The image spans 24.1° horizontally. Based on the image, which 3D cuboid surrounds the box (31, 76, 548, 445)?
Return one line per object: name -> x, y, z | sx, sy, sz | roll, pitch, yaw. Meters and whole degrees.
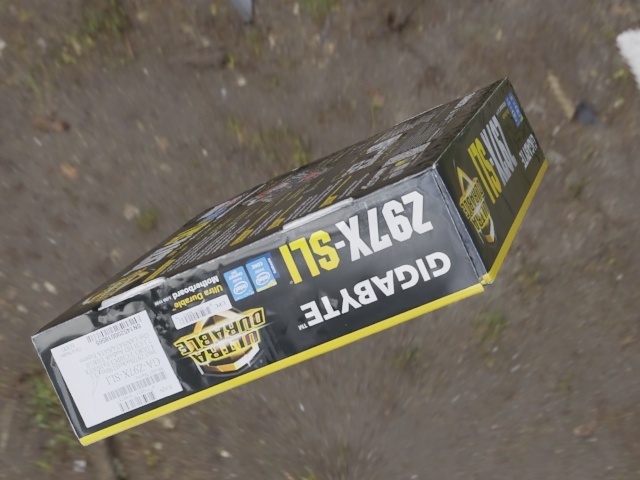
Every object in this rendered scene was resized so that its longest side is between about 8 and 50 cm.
box -> 0.000, 0.000, 0.948 | 0.257, 0.322, 0.079 | -25, 97, 18
